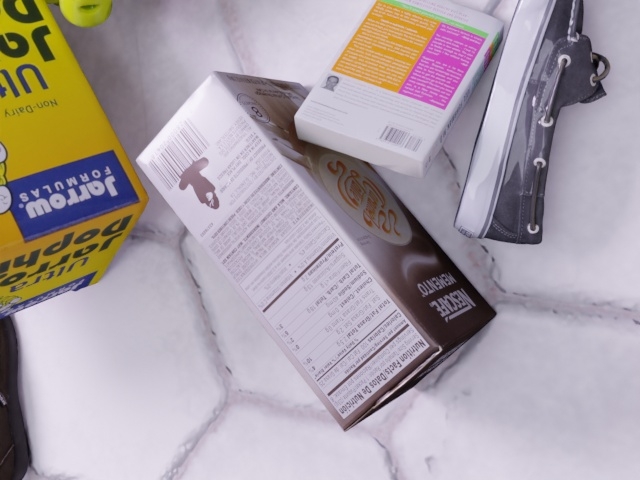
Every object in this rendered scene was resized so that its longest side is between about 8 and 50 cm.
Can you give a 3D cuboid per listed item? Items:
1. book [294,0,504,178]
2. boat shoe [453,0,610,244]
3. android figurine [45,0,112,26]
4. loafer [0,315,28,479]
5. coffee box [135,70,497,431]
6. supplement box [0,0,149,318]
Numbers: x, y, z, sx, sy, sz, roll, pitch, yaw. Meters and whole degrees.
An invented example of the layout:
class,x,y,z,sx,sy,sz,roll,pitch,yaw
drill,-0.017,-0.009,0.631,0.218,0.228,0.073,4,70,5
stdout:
class,x,y,z,sx,sy,sz,roll,pitch,yaw
book,0.058,-0.115,0.657,0.096,0.035,0.144,22,59,19
boat shoe,0.157,-0.104,0.641,0.076,0.080,0.228,16,99,6
android figurine,-0.208,-0.296,0.710,0.056,0.273,0.248,-13,79,-17
loafer,-0.339,0.138,0.899,0.080,0.078,0.220,-15,89,26
coffee box,0.000,0.000,0.688,0.098,0.141,0.246,-44,77,23
supplement box,-0.325,-0.115,0.768,0.356,0.194,0.195,60,147,8
